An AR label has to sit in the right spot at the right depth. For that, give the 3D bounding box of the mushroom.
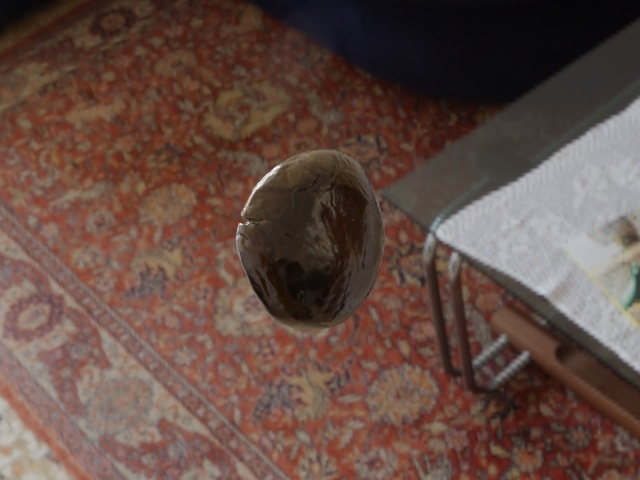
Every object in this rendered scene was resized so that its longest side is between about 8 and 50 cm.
[{"bbox_3d":[0.000,0.000,0.801,0.052,0.123,0.123,15,50,45],"label":"mushroom"}]
